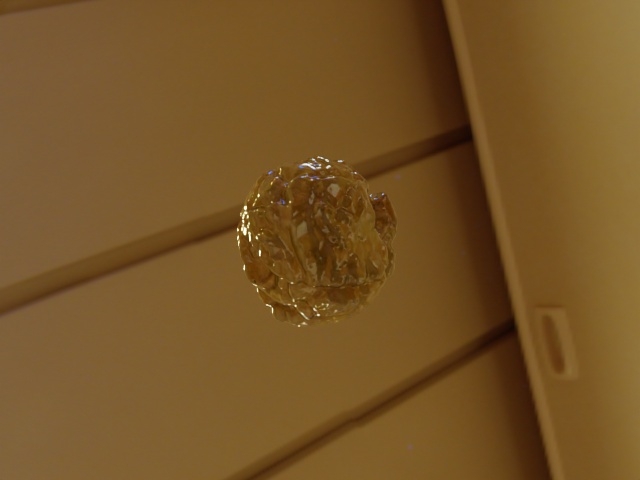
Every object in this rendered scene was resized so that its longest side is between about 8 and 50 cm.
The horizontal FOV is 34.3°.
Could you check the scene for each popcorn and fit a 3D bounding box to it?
[{"bbox_3d":[0.000,0.000,1.064,0.180,0.170,0.180,0,-96,3],"label":"popcorn"}]
